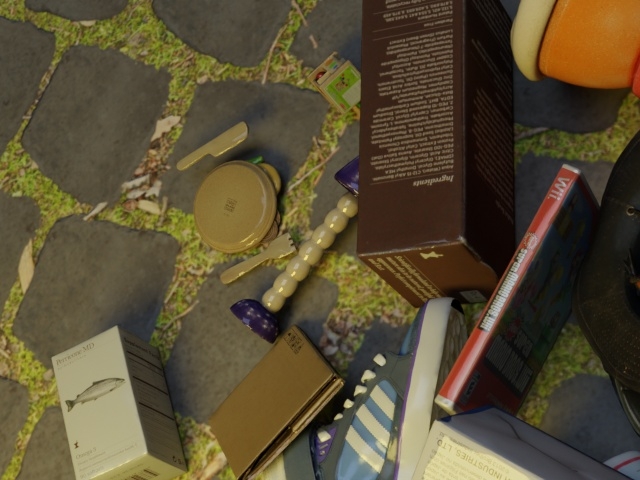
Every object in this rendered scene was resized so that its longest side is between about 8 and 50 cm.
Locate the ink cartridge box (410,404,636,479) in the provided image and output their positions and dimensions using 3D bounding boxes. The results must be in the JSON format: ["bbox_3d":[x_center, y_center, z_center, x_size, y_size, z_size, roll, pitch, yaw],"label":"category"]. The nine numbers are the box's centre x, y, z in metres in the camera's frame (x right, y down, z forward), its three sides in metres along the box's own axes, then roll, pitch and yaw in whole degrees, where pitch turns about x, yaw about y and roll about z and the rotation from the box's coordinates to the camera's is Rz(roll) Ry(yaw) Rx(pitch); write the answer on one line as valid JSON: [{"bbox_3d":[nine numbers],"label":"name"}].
[{"bbox_3d":[0.181,0.401,1.442,0.270,0.151,0.395,27,102,30],"label":"ink cartridge box"}]

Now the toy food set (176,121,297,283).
[{"bbox_3d":[-0.105,-0.045,1.884,0.132,0.038,0.192,-28,71,19],"label":"toy food set"}]

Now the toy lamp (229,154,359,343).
[{"bbox_3d":[0.000,0.000,1.788,0.275,0.080,0.080,-50,58,1],"label":"toy lamp"}]

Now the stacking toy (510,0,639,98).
[{"bbox_3d":[0.483,-0.238,1.571,0.480,0.350,0.351,31,84,14],"label":"stacking toy"}]

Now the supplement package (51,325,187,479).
[{"bbox_3d":[-0.251,0.217,1.800,0.105,0.105,0.179,-27,60,14],"label":"supplement package"}]

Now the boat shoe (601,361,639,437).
[{"bbox_3d":[0.345,0.121,1.575,0.080,0.073,0.224,-7,60,-4],"label":"boat shoe"}]

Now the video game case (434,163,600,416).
[{"bbox_3d":[0.227,0.077,1.569,0.025,0.204,0.285,25,82,27],"label":"video game case"}]

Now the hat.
[{"bbox_3d":[0.420,0.016,1.485,0.331,0.134,0.331,-33,46,42],"label":"hat"}]

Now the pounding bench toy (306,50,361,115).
[{"bbox_3d":[0.033,-0.194,1.870,0.052,0.083,0.065,-43,26,1],"label":"pounding bench toy"}]

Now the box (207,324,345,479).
[{"bbox_3d":[-0.057,0.190,1.697,0.164,0.021,0.201,-48,19,0],"label":"box"}]

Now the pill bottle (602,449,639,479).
[{"bbox_3d":[0.343,0.303,1.489,0.087,0.087,0.160,-39,58,6],"label":"pill bottle"}]

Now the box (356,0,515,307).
[{"bbox_3d":[0.141,-0.131,1.709,0.143,0.191,0.381,-9,65,22],"label":"box"}]

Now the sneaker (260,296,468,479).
[{"bbox_3d":[0.029,0.210,1.652,0.236,0.130,0.323,6,78,23],"label":"sneaker"}]
